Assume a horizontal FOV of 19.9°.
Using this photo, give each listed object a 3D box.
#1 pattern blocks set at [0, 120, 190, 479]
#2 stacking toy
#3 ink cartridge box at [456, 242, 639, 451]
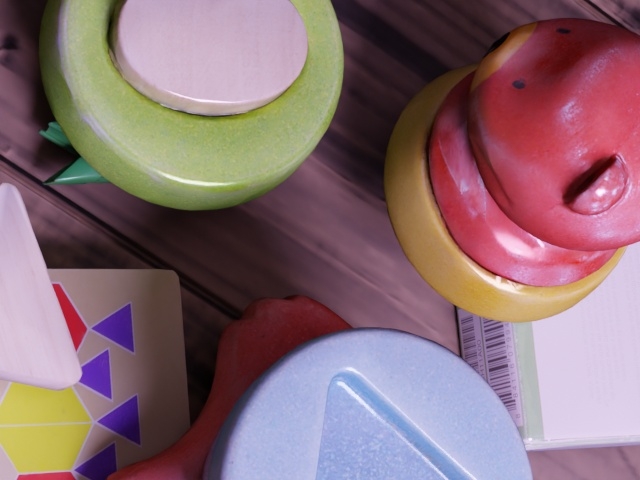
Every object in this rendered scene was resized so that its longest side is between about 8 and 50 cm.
[{"bbox_3d":[-0.120,0.102,0.743,0.285,0.026,0.325,9,74,-25],"label":"pattern blocks set"},{"bbox_3d":[0.000,0.000,0.723,0.279,0.130,0.309,33,68,-12],"label":"stacking toy"},{"bbox_3d":[0.178,0.013,0.897,0.235,0.056,0.171,0,77,-27],"label":"ink cartridge box"}]
